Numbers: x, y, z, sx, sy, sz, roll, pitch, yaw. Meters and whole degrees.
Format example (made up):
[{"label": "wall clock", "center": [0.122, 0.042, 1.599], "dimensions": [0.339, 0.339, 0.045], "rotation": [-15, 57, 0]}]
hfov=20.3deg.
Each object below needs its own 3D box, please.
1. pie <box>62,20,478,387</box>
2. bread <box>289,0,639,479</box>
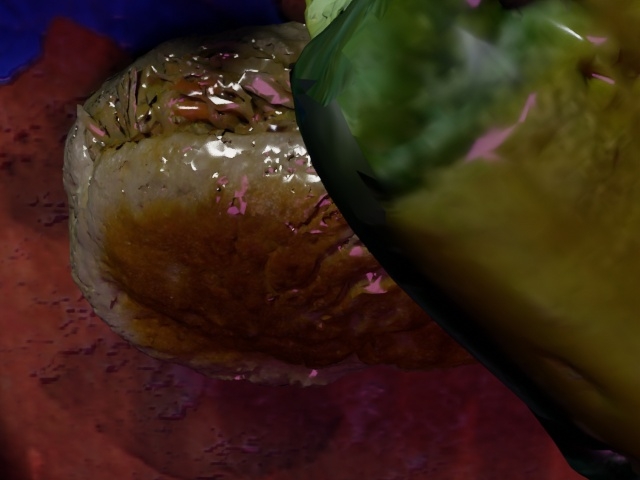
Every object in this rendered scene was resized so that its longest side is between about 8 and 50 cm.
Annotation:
[{"label": "pie", "center": [0.000, 0.000, 0.652], "dimensions": [0.193, 0.079, 0.163], "rotation": [1, 139, 6]}, {"label": "bread", "center": [0.156, -0.042, 0.531], "dimensions": [0.251, 0.208, 0.376], "rotation": [-39, 121, 19]}]
